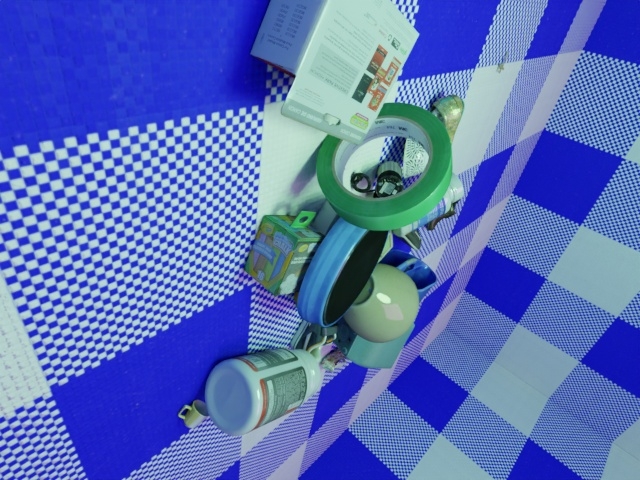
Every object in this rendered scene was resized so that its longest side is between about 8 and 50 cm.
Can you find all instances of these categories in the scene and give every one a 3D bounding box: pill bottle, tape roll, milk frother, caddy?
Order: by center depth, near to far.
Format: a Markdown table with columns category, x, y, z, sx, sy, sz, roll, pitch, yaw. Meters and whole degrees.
| category | x | y | z | sx | sy | sz | roll | pitch | yaw |
| --- | --- | --- | --- | --- | --- | --- | --- | --- | --- |
| tape roll | 0.152 | -0.183 | 0.981 | 0.321 | 0.321 | 0.077 | -52 | 152 | -7 |
| milk frother | 0.177 | -0.192 | 1.254 | 0.129 | 0.143 | 0.134 | -41 | -164 | 26 |
| pill bottle | -0.163 | 0.455 | 1.276 | 0.363 | 0.210 | 0.210 | 10 | 111 | -58 |
| pill bottle | 0.362 | -0.137 | 1.434 | 0.272 | 0.152 | 0.152 | -27 | 145 | -7 |
| caddy | 0.337 | 0.148 | 1.677 | 0.341 | 0.241 | 0.179 | -13 | 134 | -51 |

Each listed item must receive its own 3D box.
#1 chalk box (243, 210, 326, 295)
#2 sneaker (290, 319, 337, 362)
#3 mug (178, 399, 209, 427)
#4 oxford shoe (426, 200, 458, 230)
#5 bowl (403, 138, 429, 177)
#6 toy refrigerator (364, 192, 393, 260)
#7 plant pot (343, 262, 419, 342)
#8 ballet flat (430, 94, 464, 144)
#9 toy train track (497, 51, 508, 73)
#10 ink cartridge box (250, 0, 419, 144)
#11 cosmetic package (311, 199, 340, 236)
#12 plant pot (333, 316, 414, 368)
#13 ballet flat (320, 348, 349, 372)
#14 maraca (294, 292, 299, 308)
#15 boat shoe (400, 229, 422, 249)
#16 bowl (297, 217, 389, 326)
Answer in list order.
| category | x | y | z | sx | sy | sz | roll | pitch | yaw |
| --- | --- | --- | --- | --- | --- | --- | --- | --- | --- |
| chalk box | -0.080 | 0.014 | 1.037 | 0.132 | 0.132 | 0.213 | 0 | 118 | -55 |
| sneaker | 0.011 | 0.293 | 1.459 | 0.126 | 0.127 | 0.321 | -2 | 120 | -54 |
| mug | -0.375 | 0.512 | 1.193 | 0.064 | 0.078 | 0.062 | -48 | -176 | 4 |
| oxford shoe | 0.579 | -0.134 | 1.894 | 0.227 | 0.096 | 0.083 | -56 | 153 | 5 |
| bowl | 0.323 | -0.283 | 1.314 | 0.170 | 0.080 | 0.170 | 10 | 90 | -72 |
| toy refrigerator | 0.192 | -0.037 | 1.422 | 0.102 | 0.094 | 0.269 | -45 | 150 | -19 |
| plant pot | 0.173 | 0.194 | 1.402 | 0.284 | 0.284 | 0.191 | -55 | 138 | -1 |
| ballet flat | 0.410 | -0.344 | 1.434 | 0.123 | 0.123 | 0.348 | -37 | 146 | -30 |
| toy train track | 0.725 | -0.709 | 1.612 | 0.048 | 0.014 | 0.083 | 6 | 109 | -50 |
| ink cartridge box | 0.027 | -0.363 | 0.812 | 0.309 | 0.130 | 0.272 | 1 | 120 | -56 |
| cosmetic package | 0.000 | 0.000 | 1.209 | 0.239 | 0.060 | 0.099 | -60 | 152 | 7 |
| plant pot | 0.185 | 0.378 | 1.693 | 0.252 | 0.247 | 0.247 | 5 | 117 | -39 |
| ballet flat | 0.099 | 0.541 | 1.886 | 0.241 | 0.077 | 0.091 | -26 | 138 | -42 |
| maraca | -0.032 | 0.180 | 1.312 | 0.127 | 0.099 | 0.185 | -38 | 167 | -17 |
| boat shoe | 0.359 | -0.043 | 1.645 | 0.095 | 0.112 | 0.335 | -53 | 147 | 4 |
| bowl | 0.079 | 0.075 | 1.162 | 0.391 | 0.077 | 0.391 | -48 | 156 | -29 |
